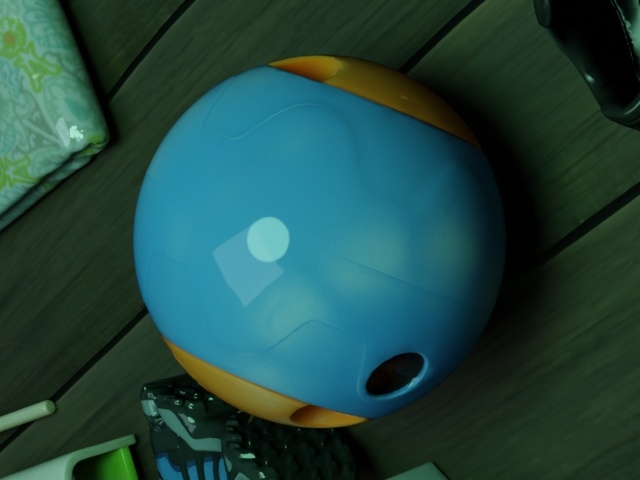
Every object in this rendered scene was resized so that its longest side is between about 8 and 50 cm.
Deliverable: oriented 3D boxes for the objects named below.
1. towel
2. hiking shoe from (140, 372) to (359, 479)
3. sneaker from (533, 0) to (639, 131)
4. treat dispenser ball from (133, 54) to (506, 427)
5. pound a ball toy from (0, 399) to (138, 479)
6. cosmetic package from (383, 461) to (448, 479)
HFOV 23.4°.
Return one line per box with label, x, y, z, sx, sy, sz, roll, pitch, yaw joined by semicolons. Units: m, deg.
towel;-0.388;-0.175;1.680;0.374;0.090;0.321;-32;81;44
hiking shoe;-0.060;0.220;1.440;0.304;0.113;0.132;24;122;54
sneaker;0.193;-0.207;1.053;0.102;0.146;0.293;-27;81;45
treat dispenser ball;0.000;0.000;1.194;0.288;0.288;0.288;13;109;42
pound a ball toy;-0.333;0.279;1.699;0.319;0.135;0.208;-23;84;45
cosmetic package;0.041;0.272;1.259;0.117;0.231;0.085;46;126;27
